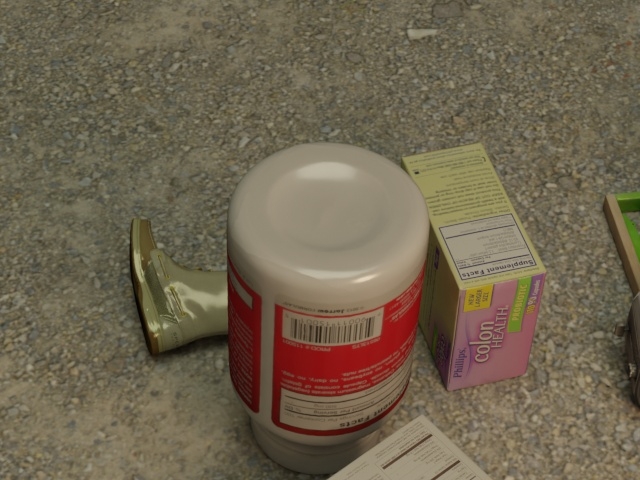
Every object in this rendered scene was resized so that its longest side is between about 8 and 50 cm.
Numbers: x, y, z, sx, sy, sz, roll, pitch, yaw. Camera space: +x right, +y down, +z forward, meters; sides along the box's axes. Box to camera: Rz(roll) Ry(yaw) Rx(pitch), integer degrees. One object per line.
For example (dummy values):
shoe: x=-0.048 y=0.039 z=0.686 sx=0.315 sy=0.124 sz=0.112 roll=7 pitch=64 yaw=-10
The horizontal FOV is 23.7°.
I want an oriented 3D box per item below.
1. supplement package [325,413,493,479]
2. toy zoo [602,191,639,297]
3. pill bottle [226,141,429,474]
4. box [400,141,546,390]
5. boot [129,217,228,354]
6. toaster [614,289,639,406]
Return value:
supplement package: x=0.125 y=0.382 z=1.715 sx=0.198 sy=0.199 sz=0.262 roll=-31 pitch=56 yaw=-27
toy zoo: x=0.573 y=-0.001 z=2.194 sx=0.293 sy=0.030 sz=0.192 roll=-4 pitch=49 yaw=-6
pill bottle: x=0.002 y=0.098 z=1.828 sx=0.229 sy=0.408 sz=0.229 roll=2 pitch=48 yaw=-2
box: x=0.191 y=0.033 z=2.024 sx=0.117 sy=0.214 sz=0.243 roll=-11 pitch=49 yaw=-11
boot: x=-0.174 y=0.051 z=2.087 sx=0.165 sy=0.077 sz=0.213 roll=-10 pitch=54 yaw=-10
toaster: x=0.506 y=0.135 z=2.005 sx=0.226 sy=0.129 sz=0.146 roll=-3 pitch=46 yaw=-4
